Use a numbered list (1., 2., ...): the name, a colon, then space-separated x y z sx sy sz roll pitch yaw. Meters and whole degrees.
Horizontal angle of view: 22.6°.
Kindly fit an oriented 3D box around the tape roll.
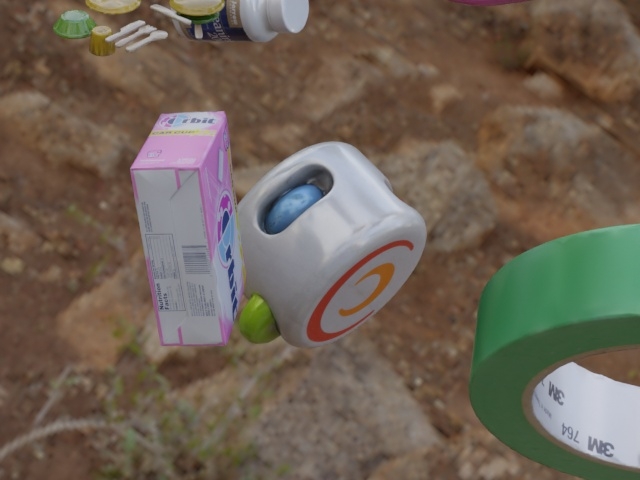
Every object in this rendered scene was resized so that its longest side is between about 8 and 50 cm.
1. tape roll: 0.275 0.099 1.208 0.321 0.321 0.077 28 56 -28

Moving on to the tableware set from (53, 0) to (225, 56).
1. tableware set: -0.149 -0.195 1.377 0.104 0.024 0.154 26 42 28

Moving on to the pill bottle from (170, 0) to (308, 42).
1. pill bottle: -0.075 -0.219 1.503 0.120 0.067 0.067 5 -2 29

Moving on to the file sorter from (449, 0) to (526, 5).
1. file sorter: 0.109 -0.251 0.579 0.182 0.202 0.290 59 31 -48

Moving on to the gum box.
1. gum box: -0.111 -0.005 1.404 0.062 0.188 0.107 0 29 10

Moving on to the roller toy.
1. roller toy: 0.000 0.000 1.645 0.209 0.191 0.146 -17 57 -47
